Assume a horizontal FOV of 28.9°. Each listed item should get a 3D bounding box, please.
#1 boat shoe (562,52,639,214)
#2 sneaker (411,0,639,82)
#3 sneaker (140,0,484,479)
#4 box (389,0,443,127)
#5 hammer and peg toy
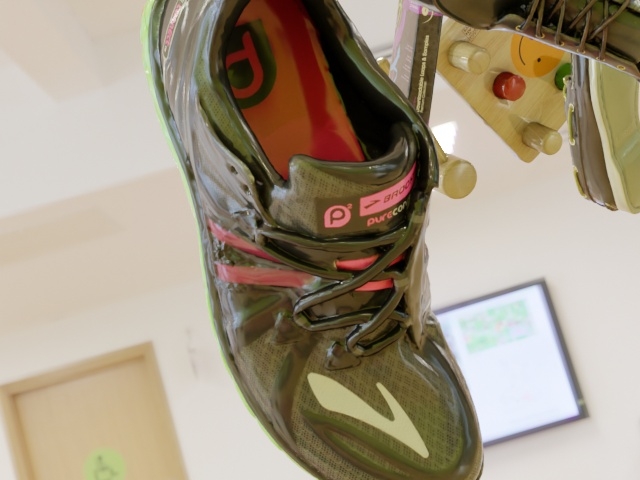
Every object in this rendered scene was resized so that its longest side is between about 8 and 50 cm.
[{"bbox_3d":[0.269,-0.130,1.210,0.069,0.227,0.081,13,39,44],"label":"boat shoe"},{"bbox_3d":[0.154,-0.163,0.814,0.222,0.118,0.083,-5,-53,-45],"label":"sneaker"},{"bbox_3d":[0.000,0.000,0.934,0.185,0.482,0.202,-27,10,-18],"label":"sneaker"},{"bbox_3d":[0.092,-0.178,1.245,0.029,0.162,0.116,3,15,-7],"label":"box"},{"bbox_3d":[0.254,-0.233,1.696,0.361,0.266,0.127,-50,34,-2],"label":"hammer and peg toy"}]
